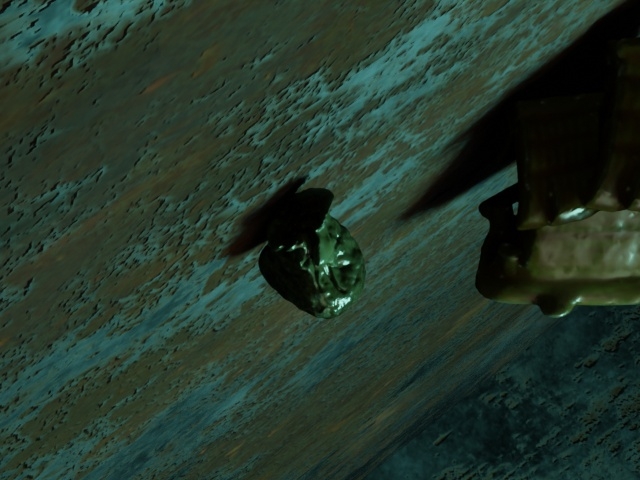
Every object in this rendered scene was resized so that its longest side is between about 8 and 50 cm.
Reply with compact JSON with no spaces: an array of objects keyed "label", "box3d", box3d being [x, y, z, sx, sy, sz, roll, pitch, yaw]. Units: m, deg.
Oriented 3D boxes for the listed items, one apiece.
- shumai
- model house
[{"label":"shumai","box3d":[0.000,0.000,1.070,0.083,0.082,0.080,-88,-163,-48]},{"label":"model house","box3d":[0.243,-0.075,1.336,0.219,0.199,0.229,-93,-169,-58]}]
